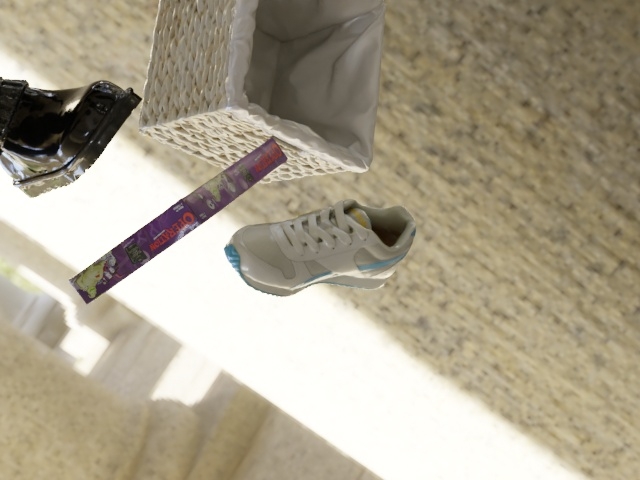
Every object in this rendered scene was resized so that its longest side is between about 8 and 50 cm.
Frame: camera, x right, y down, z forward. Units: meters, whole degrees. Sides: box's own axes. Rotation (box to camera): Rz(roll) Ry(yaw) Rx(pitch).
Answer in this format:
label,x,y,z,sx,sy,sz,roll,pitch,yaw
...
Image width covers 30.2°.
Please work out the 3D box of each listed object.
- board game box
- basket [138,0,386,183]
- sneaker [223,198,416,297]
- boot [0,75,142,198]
label,x,y,z,sx,sy,sz,roll,pitch,yaw
board game box,-0.184,-0.034,1.625,0.208,0.056,0.347,-38,3,24
basket,-0.094,-0.297,1.984,0.266,0.328,0.331,-6,70,41
sneaker,0.000,0.000,1.241,0.092,0.229,0.087,-54,55,36
boot,-0.427,-0.191,1.626,0.348,0.260,0.131,-20,36,48
